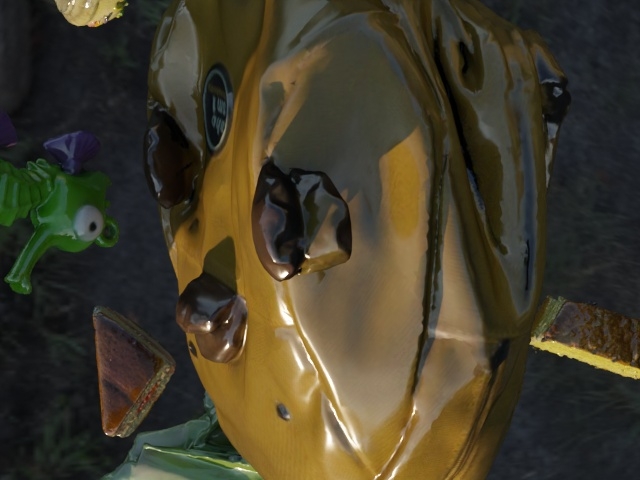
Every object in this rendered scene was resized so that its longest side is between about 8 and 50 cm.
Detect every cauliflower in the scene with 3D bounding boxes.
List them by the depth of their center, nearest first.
[{"bbox_3d":[-0.093,0.221,1.559,0.315,0.256,0.239,0,59,-9],"label":"cauliflower"}]

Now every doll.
[{"bbox_3d":[-0.202,-0.028,0.996,0.050,0.190,0.115,-17,66,40],"label":"doll"}]

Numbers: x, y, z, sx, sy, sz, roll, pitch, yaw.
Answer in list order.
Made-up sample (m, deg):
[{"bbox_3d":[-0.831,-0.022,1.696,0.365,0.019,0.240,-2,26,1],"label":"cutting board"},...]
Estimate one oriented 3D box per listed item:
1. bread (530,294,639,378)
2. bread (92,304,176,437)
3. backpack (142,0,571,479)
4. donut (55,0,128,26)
[{"bbox_3d":[0.291,0.101,1.631,0.103,0.187,0.065,9,85,65],"label":"bread"},{"bbox_3d":[-0.148,0.101,1.273,0.062,0.043,0.109,-12,82,16],"label":"bread"},{"bbox_3d":[0.007,-0.001,0.971,0.353,0.201,0.378,-154,58,-66],"label":"backpack"},{"bbox_3d":[-0.231,-0.305,1.639,0.174,0.068,0.175,-175,90,-66],"label":"donut"}]
